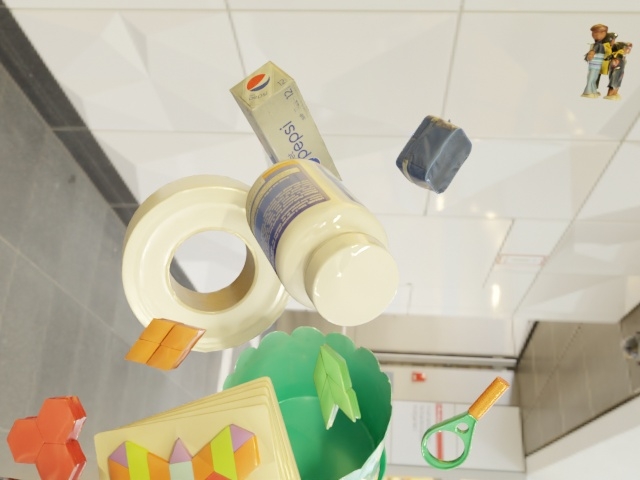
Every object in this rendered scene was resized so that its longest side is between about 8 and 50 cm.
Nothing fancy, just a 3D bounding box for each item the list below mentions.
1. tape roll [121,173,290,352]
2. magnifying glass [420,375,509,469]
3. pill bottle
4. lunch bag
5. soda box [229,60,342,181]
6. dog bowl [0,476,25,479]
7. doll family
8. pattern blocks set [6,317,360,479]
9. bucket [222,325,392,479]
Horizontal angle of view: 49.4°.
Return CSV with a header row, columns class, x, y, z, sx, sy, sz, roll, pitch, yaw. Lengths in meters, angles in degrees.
class,x,y,z,sx,sy,sz,roll,pitch,yaw
tape roll,-0.185,0.038,1.156,0.100,0.286,0.286,-133,-139,-67
magnifying glass,0.276,0.348,1.322,0.231,0.092,0.026,-55,180,19
pill bottle,0.000,0.000,0.938,0.272,0.152,0.152,-126,-148,-59
lunch bag,0.151,-0.120,0.931,0.098,0.065,0.067,-55,142,-4
soda box,-0.059,-0.194,1.322,0.091,0.098,0.286,47,-8,39
dog bowl,-0.243,0.331,0.420,0.150,0.407,0.408,163,-71,-84
doll family,0.462,-0.288,1.124,0.193,0.076,0.111,-35,135,-64
pattern blocks set,-0.103,0.204,0.564,0.286,0.324,0.026,64,16,14
bucket,-0.020,0.298,1.099,0.183,0.281,0.281,90,5,-46
